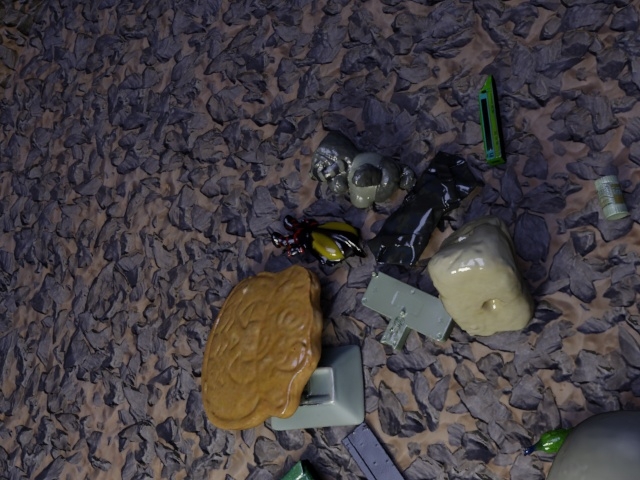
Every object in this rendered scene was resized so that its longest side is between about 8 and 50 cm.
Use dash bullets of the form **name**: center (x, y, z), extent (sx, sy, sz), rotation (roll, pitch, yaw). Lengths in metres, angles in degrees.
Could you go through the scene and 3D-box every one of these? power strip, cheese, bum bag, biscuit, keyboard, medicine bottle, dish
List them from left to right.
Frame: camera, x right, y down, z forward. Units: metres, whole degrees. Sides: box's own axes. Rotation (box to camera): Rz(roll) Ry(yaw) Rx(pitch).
- **biscuit**: center (-0.148, 0.247, 1.657), extent (0.365, 0.062, 0.385), rotation (-16, 57, 38)
- **dish**: center (-0.026, 0.336, 1.622), extent (0.243, 0.080, 0.181), rotation (-12, 71, 26)
- **keyboard**: center (0.135, 0.504, 1.521), extent (0.072, 0.023, 0.231), rotation (-40, 61, 4)
- **power strip**: center (0.184, 0.170, 1.567), extent (0.216, 0.061, 0.145), rotation (23, 86, 32)
- **bum bag**: center (0.233, -0.065, 1.600), extent (0.137, 0.074, 0.310), rotation (38, 91, 40)
- **cheese**: center (0.314, 0.045, 1.436), extent (0.174, 0.248, 0.251), rotation (-17, 62, 22)
- **medicine bottle**: center (0.589, -0.086, 1.433), extent (0.047, 0.047, 0.083), rotation (-17, 69, 23)

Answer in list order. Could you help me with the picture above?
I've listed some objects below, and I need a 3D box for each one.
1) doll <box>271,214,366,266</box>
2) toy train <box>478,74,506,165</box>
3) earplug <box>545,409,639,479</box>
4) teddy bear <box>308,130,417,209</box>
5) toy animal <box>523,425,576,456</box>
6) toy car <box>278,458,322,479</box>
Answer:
- **doll**: center (-0.002, 0.000, 1.701), extent (0.249, 0.088, 0.127), rotation (19, 85, 34)
- **toy train**: center (0.382, -0.274, 1.599), extent (0.042, 0.044, 0.209), rotation (-12, 70, 26)
- **earplug**: center (0.563, 0.447, 1.125), extent (0.394, 0.313, 0.312), rotation (24, 87, 27)
- **teddy bear**: center (0.079, -0.152, 1.662), extent (0.251, 0.171, 0.144), rotation (31, 112, 25)
- **toy animal**: center (0.484, 0.374, 1.356), extent (0.217, 0.075, 0.041), rotation (-13, 70, -6)
- **toy car**: center (-0.112, 0.637, 1.568), extent (0.320, 0.097, 0.141), rotation (-46, 59, 9)
